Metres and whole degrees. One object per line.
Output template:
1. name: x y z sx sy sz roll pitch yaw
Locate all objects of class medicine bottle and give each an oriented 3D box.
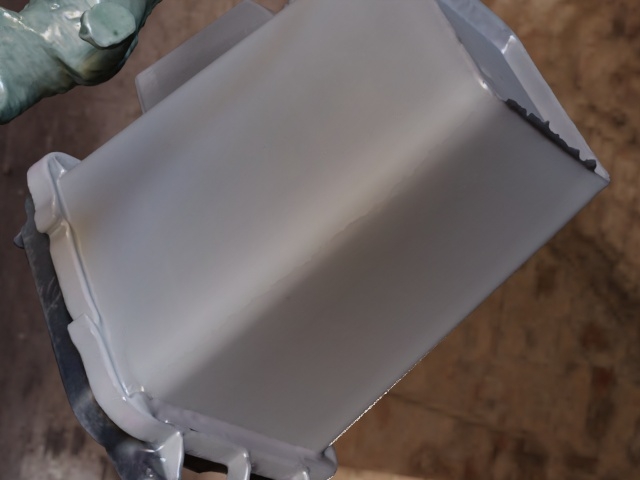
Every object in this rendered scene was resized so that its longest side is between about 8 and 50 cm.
1. medicine bottle: -0.054 -0.133 1.172 0.088 0.188 0.132 46 17 -44

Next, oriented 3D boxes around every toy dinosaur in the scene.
1. toy dinosaur: -0.080 -0.139 0.687 0.076 0.383 0.129 60 -7 -13

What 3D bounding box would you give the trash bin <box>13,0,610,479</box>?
1. trash bin: 0.000 0.000 0.955 0.256 0.368 0.296 30 28 -46
